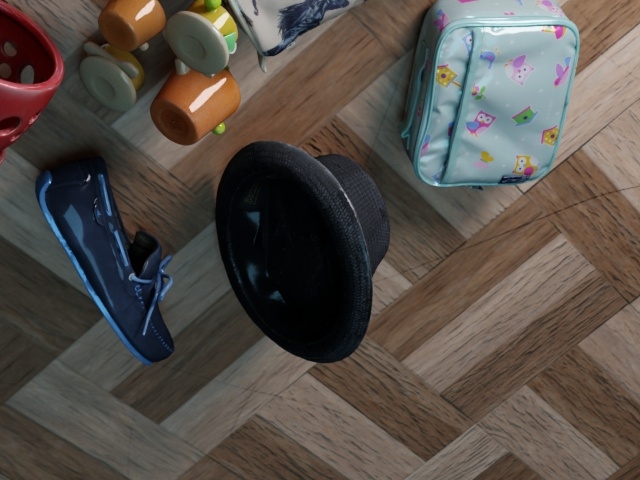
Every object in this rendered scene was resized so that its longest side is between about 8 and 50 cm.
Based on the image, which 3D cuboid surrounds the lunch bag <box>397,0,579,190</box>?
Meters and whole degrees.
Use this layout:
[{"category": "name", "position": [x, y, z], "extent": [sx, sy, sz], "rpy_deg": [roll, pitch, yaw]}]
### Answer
[{"category": "lunch bag", "position": [0.227, -0.198, 1.874], "extent": [0.224, 0.108, 0.279], "rpy_deg": [-4, 126, -16]}]

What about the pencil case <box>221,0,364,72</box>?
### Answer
[{"category": "pencil case", "position": [0.069, -0.369, 1.667], "extent": [0.410, 0.160, 0.183], "rpy_deg": [-23, 141, 0]}]

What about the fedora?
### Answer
[{"category": "fedora", "position": [0.000, 0.000, 1.885], "extent": [0.152, 0.334, 0.334], "rpy_deg": [-29, 136, -37]}]

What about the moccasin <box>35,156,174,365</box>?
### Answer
[{"category": "moccasin", "position": [-0.268, 0.036, 1.867], "extent": [0.117, 0.137, 0.342], "rpy_deg": [-28, 130, -3]}]

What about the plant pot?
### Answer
[{"category": "plant pot", "position": [-0.429, -0.183, 1.626], "extent": [0.191, 0.191, 0.174], "rpy_deg": [20, 125, -29]}]

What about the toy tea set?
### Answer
[{"category": "toy tea set", "position": [-0.171, -0.262, 1.648], "extent": [0.200, 0.124, 0.336], "rpy_deg": [34, 145, 5]}]
